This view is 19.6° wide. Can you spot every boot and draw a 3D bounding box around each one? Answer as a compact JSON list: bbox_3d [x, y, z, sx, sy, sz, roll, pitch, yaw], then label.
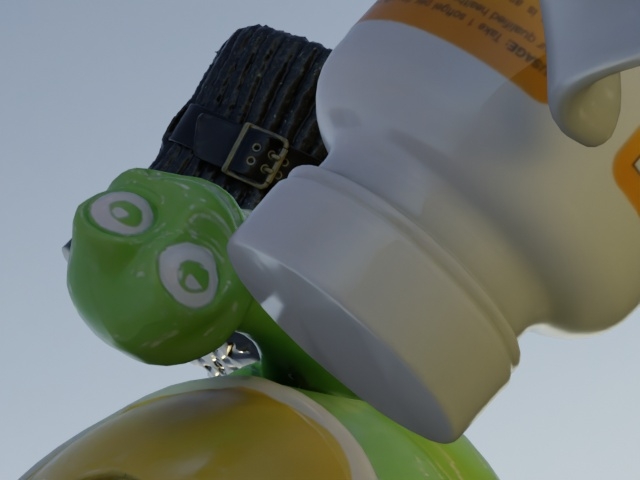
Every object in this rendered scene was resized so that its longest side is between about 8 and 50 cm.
[{"bbox_3d":[-0.001,-0.002,1.433,0.260,0.348,0.131,-50,-18,-19],"label":"boot"}]

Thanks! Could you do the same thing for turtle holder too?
[{"bbox_3d":[-0.029,0.157,0.729,0.227,0.243,0.320,-8,-51,-49],"label":"turtle holder"}]

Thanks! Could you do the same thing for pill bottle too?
[{"bbox_3d":[0.085,-0.054,0.637,0.245,0.136,0.136,-48,-27,-14],"label":"pill bottle"}]

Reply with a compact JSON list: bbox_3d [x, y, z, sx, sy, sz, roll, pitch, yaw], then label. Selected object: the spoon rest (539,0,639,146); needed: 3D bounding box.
[{"bbox_3d":[0.171,-0.072,0.444,0.276,0.137,0.084,-10,-7,32],"label":"spoon rest"}]
